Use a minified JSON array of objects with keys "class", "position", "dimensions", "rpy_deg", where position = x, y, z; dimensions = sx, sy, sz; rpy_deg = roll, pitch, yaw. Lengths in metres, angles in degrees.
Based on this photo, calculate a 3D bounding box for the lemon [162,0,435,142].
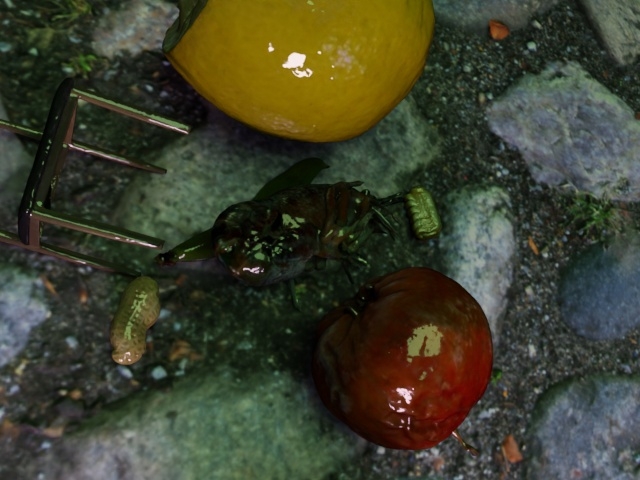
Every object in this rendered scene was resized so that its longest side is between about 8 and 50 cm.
[{"class":"lemon","position":[-0.007,-0.289,0.912],"dimensions":[0.365,0.364,0.363],"rpy_deg":[8,71,-22]}]

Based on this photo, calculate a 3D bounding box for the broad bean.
[{"class":"broad bean","position":[-0.095,-0.032,0.950],"dimensions":[0.298,0.043,0.060],"rpy_deg":[-37,82,-28]}]

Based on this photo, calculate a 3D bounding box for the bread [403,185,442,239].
[{"class":"bread","position":[0.160,-0.043,1.075],"dimensions":[0.049,0.033,0.087],"rpy_deg":[-15,76,-13]}]

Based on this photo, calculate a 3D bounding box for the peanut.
[{"class":"peanut","position":[-0.229,0.098,0.844],"dimensions":[0.054,0.054,0.113],"rpy_deg":[20,69,-18]}]

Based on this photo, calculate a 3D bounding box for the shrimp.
[{"class":"shrimp","position":[-0.002,0.000,0.942],"dimensions":[0.372,0.172,0.137],"rpy_deg":[-3,54,-43]}]

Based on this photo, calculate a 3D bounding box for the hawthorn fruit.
[{"class":"hawthorn fruit","position":[0.123,0.176,0.884],"dimensions":[0.242,0.242,0.271],"rpy_deg":[-43,105,-29]}]

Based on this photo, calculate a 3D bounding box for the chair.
[{"class":"chair","position":[-0.312,-0.078,0.794],"dimensions":[0.272,0.166,0.188],"rpy_deg":[16,68,-20]}]
